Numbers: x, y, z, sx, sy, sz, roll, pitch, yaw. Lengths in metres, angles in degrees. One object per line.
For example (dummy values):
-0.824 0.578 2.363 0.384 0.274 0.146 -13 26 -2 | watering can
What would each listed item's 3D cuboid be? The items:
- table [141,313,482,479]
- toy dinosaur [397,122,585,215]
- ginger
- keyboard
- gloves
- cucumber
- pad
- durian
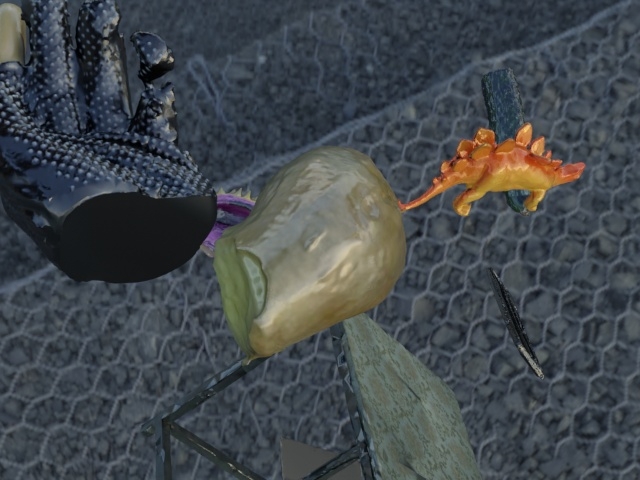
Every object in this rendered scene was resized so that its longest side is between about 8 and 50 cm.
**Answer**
0.000 0.283 0.972 0.272 0.222 0.335 -35 36 18 | table
0.206 -0.086 1.203 0.288 0.117 0.070 -6 50 -26 | toy dinosaur
0.000 0.000 0.822 0.138 0.152 0.267 62 31 -3 | ginger
0.307 0.126 1.627 0.017 0.087 0.250 -34 23 14 | keyboard
-0.145 -0.065 0.584 0.129 0.106 0.181 -21 56 -22 | gloves
0.331 -0.168 1.771 0.067 0.067 0.294 -2 65 -7 | cucumber
0.010 0.371 1.242 0.004 0.163 0.243 -26 54 32 | pad
-0.121 0.019 1.728 0.153 0.186 0.260 -37 71 -24 | durian
